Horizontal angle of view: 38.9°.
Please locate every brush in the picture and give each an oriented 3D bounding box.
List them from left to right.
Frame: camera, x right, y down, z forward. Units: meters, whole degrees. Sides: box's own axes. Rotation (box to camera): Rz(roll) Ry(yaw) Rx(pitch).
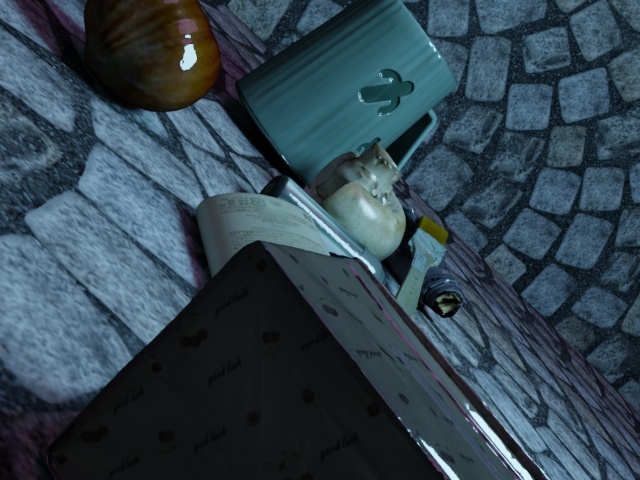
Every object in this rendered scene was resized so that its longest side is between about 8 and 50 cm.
[{"bbox_3d":[0.192,0.055,1.772,0.085,0.020,0.336,37,37,-7],"label":"brush"}]

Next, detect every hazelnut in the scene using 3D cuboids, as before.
[{"bbox_3d":[-0.252,-0.282,1.324,0.210,0.210,0.186,45,-11,-7],"label":"hazelnut"}]

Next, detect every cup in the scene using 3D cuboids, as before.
[{"bbox_3d":[0.064,-0.301,1.919,0.310,0.392,0.401,56,10,14],"label":"cup"}]

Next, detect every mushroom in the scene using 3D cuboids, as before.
[{"bbox_3d":[0.078,-0.058,1.640,0.189,0.195,0.253,47,15,-19],"label":"mushroom"}]

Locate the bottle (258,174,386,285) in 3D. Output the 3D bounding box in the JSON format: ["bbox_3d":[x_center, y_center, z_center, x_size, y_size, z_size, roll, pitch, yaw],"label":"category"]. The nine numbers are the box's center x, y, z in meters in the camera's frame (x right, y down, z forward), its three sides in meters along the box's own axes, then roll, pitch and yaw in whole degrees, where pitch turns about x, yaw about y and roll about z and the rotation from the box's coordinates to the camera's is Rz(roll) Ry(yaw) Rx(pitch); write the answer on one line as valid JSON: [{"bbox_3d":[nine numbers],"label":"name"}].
[{"bbox_3d":[0.000,0.000,1.486,0.254,0.079,0.096,41,-24,-18],"label":"bottle"}]

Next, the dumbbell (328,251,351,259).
[{"bbox_3d":[0.020,0.054,1.391,0.069,0.069,0.147,52,13,19],"label":"dumbbell"}]

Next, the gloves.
[{"bbox_3d":[0.201,0.044,1.919,0.119,0.142,0.285,98,-26,-55],"label":"gloves"}]

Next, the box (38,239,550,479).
[{"bbox_3d":[0.004,0.180,0.615,0.297,0.225,0.190,51,13,20],"label":"box"}]

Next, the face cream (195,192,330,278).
[{"bbox_3d":[-0.042,0.063,1.079,0.174,0.081,0.348,11,29,-24],"label":"face cream"}]
